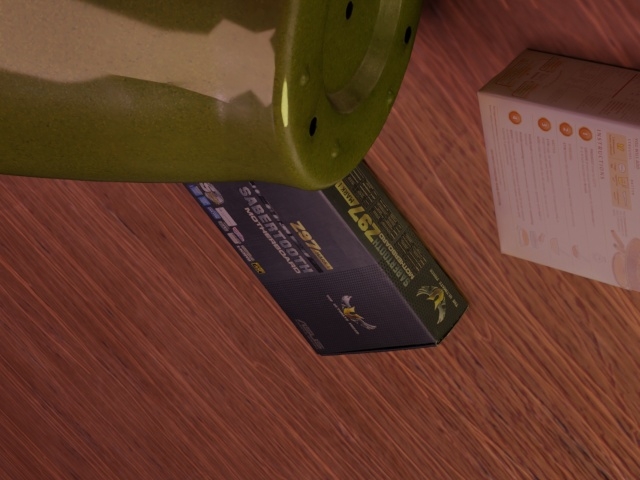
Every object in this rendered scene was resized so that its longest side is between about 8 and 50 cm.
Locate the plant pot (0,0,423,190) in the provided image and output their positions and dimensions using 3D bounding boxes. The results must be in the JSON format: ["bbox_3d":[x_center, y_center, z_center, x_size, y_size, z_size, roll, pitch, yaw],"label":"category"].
[{"bbox_3d":[-0.127,-0.188,1.019,0.353,0.366,0.366,16,143,20],"label":"plant pot"}]

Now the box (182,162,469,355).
[{"bbox_3d":[0.000,0.000,1.363,0.183,0.059,0.232,-11,122,53],"label":"box"}]

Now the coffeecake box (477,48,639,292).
[{"bbox_3d":[0.210,-0.041,1.040,0.185,0.068,0.142,18,135,36],"label":"coffeecake box"}]
